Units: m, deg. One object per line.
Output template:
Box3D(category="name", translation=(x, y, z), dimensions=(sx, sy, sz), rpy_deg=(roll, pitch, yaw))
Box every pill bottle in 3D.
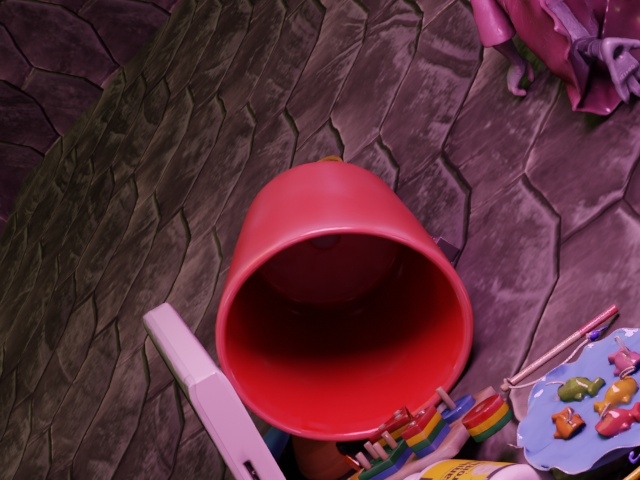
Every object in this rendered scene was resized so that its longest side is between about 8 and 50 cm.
Box3D(category="pill bottle", translation=(0.138, 0.251, 1.403), dimensions=(0.184, 0.103, 0.103), rpy_deg=(-12, 50, 62))

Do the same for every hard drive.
Box3D(category="hard drive", translation=(-0.102, 0.206, 1.697), dimensions=(0.047, 0.233, 0.353), rpy_deg=(-31, 15, -7))

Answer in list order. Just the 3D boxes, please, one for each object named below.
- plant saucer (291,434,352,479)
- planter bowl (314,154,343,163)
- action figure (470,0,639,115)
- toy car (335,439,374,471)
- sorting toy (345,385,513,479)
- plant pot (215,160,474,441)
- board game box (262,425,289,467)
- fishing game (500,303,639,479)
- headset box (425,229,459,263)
Box3D(category="plant saucer", translation=(0.026, 0.192, 1.836), dimensions=(0.200, 0.037, 0.200), rpy_deg=(-47, 24, 28))
Box3D(category="planter bowl", translation=(0.000, 0.000, 2.085), dimensions=(0.217, 0.090, 0.217), rpy_deg=(-46, 24, 29))
Box3D(category="action figure", translation=(0.232, -0.288, 1.743), dimensions=(0.248, 0.275, 0.370), rpy_deg=(-60, 34, 13))
Box3D(category="toy car", translation=(0.030, 0.268, 1.698), dimensions=(0.040, 0.060, 0.122), rpy_deg=(95, -161, -57))
Box3D(category="sorting toy", translation=(0.092, 0.199, 1.567), dimensions=(0.274, 0.046, 0.132), rpy_deg=(-36, 3, 33))
Box3D(category="plant pot", translation=(0.015, 0.046, 1.724), dimensions=(0.275, 0.275, 0.243), rpy_deg=(-51, 22, 20))
Box3D(category="board game box", translation=(-0.067, 0.300, 1.901), dimensions=(0.169, 0.033, 0.133), rpy_deg=(-64, 11, -14))
Box3D(category="fishing game", translation=(0.245, 0.129, 1.346), dimensions=(0.189, 0.041, 0.264), rpy_deg=(-36, 19, -1))
Box3D(category="headset box", translation=(0.127, 0.023, 1.848), dimensions=(0.062, 0.032, 0.083), rpy_deg=(-58, 19, 0))
